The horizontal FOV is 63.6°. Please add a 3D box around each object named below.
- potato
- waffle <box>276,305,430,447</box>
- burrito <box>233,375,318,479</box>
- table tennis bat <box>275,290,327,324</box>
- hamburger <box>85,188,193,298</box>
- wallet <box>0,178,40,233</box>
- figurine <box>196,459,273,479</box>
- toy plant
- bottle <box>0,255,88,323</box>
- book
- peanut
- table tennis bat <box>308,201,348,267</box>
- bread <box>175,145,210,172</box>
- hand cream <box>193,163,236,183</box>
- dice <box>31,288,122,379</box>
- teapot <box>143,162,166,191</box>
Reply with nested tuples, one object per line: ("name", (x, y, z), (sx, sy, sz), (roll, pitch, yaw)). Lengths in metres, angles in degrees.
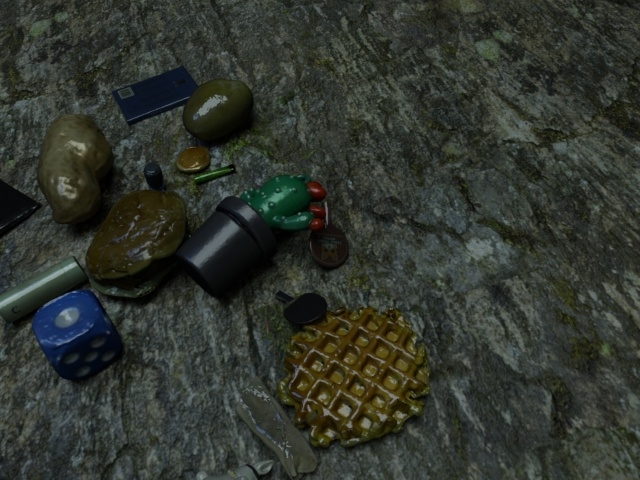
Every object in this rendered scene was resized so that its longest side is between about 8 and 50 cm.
("potato", (-0.321, -0.398, 1.582), (0.174, 0.159, 0.251), (17, 61, 47))
("waffle", (0.065, 0.267, 1.080), (0.325, 0.068, 0.302), (-11, 52, -5))
("burrito", (-0.094, 0.369, 1.017), (0.087, 0.060, 0.226), (-30, 53, -27))
("table tennis bat", (-0.050, 0.146, 1.180), (0.095, 0.014, 0.158), (-38, 35, -26))
("hamburger", (-0.454, -0.003, 1.276), (0.266, 0.134, 0.284), (2, 51, 17))
("wallet", (-0.988, -0.052, 1.440), (0.247, 0.041, 0.323), (26, 55, 22))
("figurine", (-0.155, 0.465, 0.954), (0.146, 0.081, 0.098), (1, 87, -30))
("toy plant", (-0.164, -0.046, 1.279), (0.400, 0.185, 0.279), (-44, 19, -22))
("bottle", (-0.679, 0.118, 1.260), (0.202, 0.072, 0.072), (-33, 56, -19))
("book", (-0.557, -0.499, 1.763), (0.269, 0.025, 0.191), (-26, 56, -15))
("peanut", (-0.685, -0.203, 1.455), (0.192, 0.169, 0.387), (-8, 55, -6))
("table tennis bat", (0.000, 0.000, 1.334), (0.108, 0.119, 0.169), (5, 72, -23))
("bread", (-0.381, -0.242, 1.545), (0.110, 0.024, 0.110), (-3, 51, 3))
("hand cream", (-0.307, -0.195, 1.502), (0.122, 0.023, 0.036), (-23, 42, -14))
("dice", (-0.532, 0.205, 1.133), (0.143, 0.146, 0.146), (-30, 55, -20))
("teapot", (-0.464, -0.178, 1.465), (0.064, 0.083, 0.049), (11, 55, 3))
